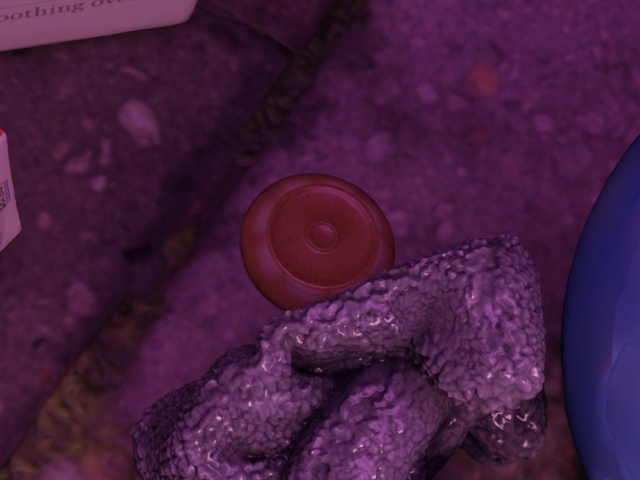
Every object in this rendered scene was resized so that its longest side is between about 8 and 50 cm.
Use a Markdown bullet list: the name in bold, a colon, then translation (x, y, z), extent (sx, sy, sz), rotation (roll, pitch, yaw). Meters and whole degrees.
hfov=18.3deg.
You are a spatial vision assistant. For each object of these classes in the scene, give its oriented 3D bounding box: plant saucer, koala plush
- **plant saucer**: translation (0.000, 0.000, 1.038), extent (0.083, 0.015, 0.083), rotation (4, 67, -10)
- **koala plush**: translation (0.038, 0.146, 0.901), extent (0.203, 0.196, 0.221), rotation (-21, 74, 0)

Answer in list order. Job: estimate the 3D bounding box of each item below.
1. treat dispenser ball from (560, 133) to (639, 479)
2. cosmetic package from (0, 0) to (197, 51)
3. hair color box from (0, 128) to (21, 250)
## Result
- **treat dispenser ball**: translation (0.247, 0.047, 0.843), extent (0.288, 0.288, 0.288), rotation (4, 67, -10)
- **cosmetic package**: translation (-0.221, -0.306, 0.911), extent (0.329, 0.393, 0.327), rotation (-9, 70, -16)
- **hair color box**: translation (-0.218, 0.015, 0.940), extent (0.053, 0.093, 0.167), rotation (35, 64, 16)
